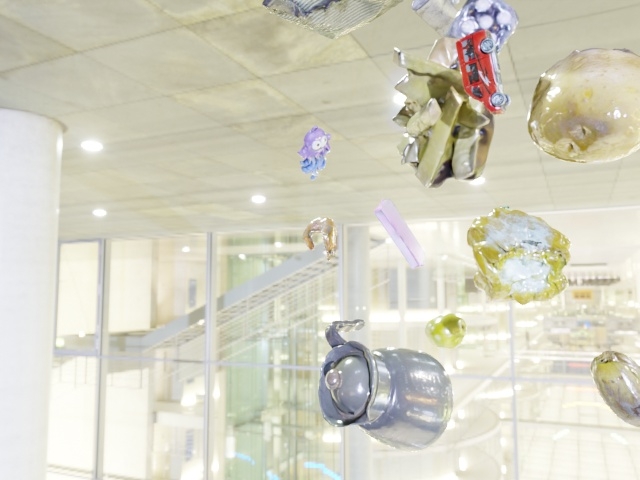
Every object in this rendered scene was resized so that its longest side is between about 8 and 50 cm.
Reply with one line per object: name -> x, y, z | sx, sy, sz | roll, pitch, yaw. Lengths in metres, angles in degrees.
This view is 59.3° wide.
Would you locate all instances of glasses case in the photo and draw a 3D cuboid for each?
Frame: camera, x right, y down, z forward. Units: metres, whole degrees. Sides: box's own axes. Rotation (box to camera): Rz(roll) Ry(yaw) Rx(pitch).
glasses case -> 0.493, -0.893, 2.253 | 0.299, 0.060, 0.114 | 17, 136, -44

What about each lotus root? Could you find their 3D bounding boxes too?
lotus root -> 0.335, 0.166, 0.614 | 0.054, 0.099, 0.049 | -31, 170, -44

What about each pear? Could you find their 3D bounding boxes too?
pear -> 0.295, 0.216, 1.330 | 0.092, 0.092, 0.097 | 5, 165, -43

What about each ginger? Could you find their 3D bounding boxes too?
ginger -> 0.305, -0.359, 1.633 | 0.211, 0.414, 0.358 | 8, 161, -41

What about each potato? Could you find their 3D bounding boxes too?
potato -> 0.539, -0.250, 1.116 | 0.285, 0.243, 0.242 | 16, -177, 31

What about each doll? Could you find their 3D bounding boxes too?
doll -> -0.015, -0.244, 1.575 | 0.110, 0.067, 0.206 | -37, 154, -22

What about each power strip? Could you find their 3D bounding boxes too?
power strip -> 0.286, -0.026, 2.013 | 0.037, 0.279, 0.109 | -30, -170, 32

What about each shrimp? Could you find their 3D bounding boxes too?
shrimp -> -0.002, -0.005, 1.532 | 0.095, 0.163, 0.045 | -4, 138, 0

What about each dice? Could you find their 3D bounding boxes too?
dice -> 0.509, -0.665, 1.797 | 0.181, 0.183, 0.182 | 34, -176, 3

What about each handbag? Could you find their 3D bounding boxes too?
handbag -> 0.025, -0.572, 1.126 | 0.340, 0.247, 0.240 | -12, 180, 44

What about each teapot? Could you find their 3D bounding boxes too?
teapot -> 0.122, 0.289, 1.230 | 0.285, 0.305, 0.223 | 23, 147, -35

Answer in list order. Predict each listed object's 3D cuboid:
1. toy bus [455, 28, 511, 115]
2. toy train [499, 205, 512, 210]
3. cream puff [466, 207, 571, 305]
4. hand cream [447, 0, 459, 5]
toy bus -> 0.381, -0.384, 1.314 | 0.089, 0.195, 0.081 | -11, -175, 30
toy train -> 0.611, -0.077, 1.894 | 0.033, 0.053, 0.083 | 14, 133, -22
cream puff -> 0.604, 0.049, 1.780 | 0.323, 0.274, 0.270 | 9, 135, -3
hand cream -> 0.308, -0.786, 1.479 | 0.124, 0.078, 0.341 | -14, 126, 20
